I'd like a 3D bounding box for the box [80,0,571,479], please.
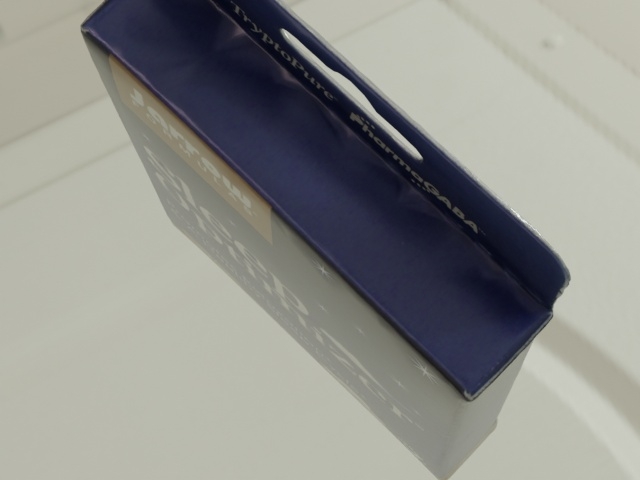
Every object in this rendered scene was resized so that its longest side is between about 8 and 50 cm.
[{"bbox_3d":[0.000,0.000,0.452,0.136,0.036,0.225,43,-10,12],"label":"box"}]
